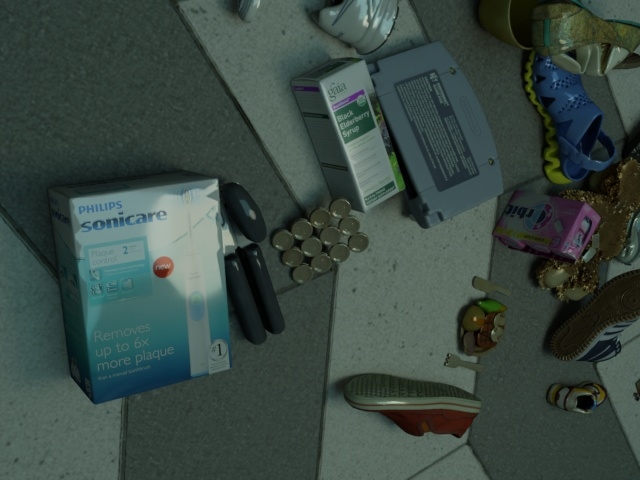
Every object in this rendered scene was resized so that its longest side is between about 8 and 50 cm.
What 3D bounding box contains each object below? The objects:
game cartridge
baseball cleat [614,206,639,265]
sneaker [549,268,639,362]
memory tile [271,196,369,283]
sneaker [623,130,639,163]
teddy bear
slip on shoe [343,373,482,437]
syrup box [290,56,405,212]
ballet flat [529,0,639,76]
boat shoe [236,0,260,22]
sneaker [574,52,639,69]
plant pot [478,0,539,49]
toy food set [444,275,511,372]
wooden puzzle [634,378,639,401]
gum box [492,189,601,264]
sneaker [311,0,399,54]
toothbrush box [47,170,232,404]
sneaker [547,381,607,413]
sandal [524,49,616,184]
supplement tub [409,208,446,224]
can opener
[{"bbox_3d":[0.200,-0.189,1.374,0.198,0.062,0.297,-23,91,-30],"label":"game cartridge"},{"bbox_3d":[0.725,-0.043,1.802,0.109,0.072,0.205,21,93,-48],"label":"baseball cleat"},{"bbox_3d":[0.641,0.168,1.708,0.153,0.099,0.282,18,127,-46],"label":"sneaker"},{"bbox_3d":[0.000,0.000,1.332,0.148,0.012,0.113,-29,117,4],"label":"memory tile"},{"bbox_3d":[0.794,-0.265,1.764,0.286,0.130,0.109,-38,114,5],"label":"sneaker"},{"bbox_3d":[0.574,-0.025,1.689,0.245,0.113,0.337,9,104,-28],"label":"teddy bear"},{"bbox_3d":[0.176,0.322,1.494,0.331,0.123,0.101,16,95,-39],"label":"slip on shoe"},{"bbox_3d":[0.047,-0.175,1.306,0.093,0.096,0.236,-32,117,-23],"label":"syrup box"},{"bbox_3d":[0.491,-0.359,1.446,0.349,0.123,0.123,-3,103,-47],"label":"ballet flat"},{"bbox_3d":[-0.112,-0.420,1.171,0.063,0.066,0.184,7,99,-20],"label":"boat shoe"},{"bbox_3d":[0.601,-0.390,1.633,0.189,0.066,0.071,-10,105,-31],"label":"sneaker"},{"bbox_3d":[0.348,-0.418,1.440,0.134,0.095,0.134,-12,109,-38],"label":"plant pot"},{"bbox_3d":[0.334,0.179,1.605,0.132,0.039,0.192,18,91,-34],"label":"toy food set"},{"bbox_3d":[0.809,0.362,1.973,0.083,0.006,0.049,-36,118,-21],"label":"wooden puzzle"},{"bbox_3d":[0.441,-0.027,1.538,0.062,0.188,0.107,35,81,-33],"label":"gum box"},{"bbox_3d":[0.080,-0.455,1.262,0.129,0.111,0.297,16,91,-29],"label":"sneaker"},{"bbox_3d":[-0.257,0.058,1.145,0.216,0.126,0.295,-10,105,-31],"label":"toothbrush box"},{"bbox_3d":[0.606,0.365,1.796,0.186,0.084,0.069,3,99,-33],"label":"sneaker"},{"bbox_3d":[0.504,-0.255,1.560,0.126,0.138,0.317,-33,115,-21],"label":"sandal"},{"bbox_3d":[0.201,-0.086,1.441,0.071,0.071,0.107,-2,102,-33],"label":"supplement tub"},{"bbox_3d":[-0.114,0.041,1.250,0.076,0.095,0.283,-27,114,-25],"label":"can opener"}]
